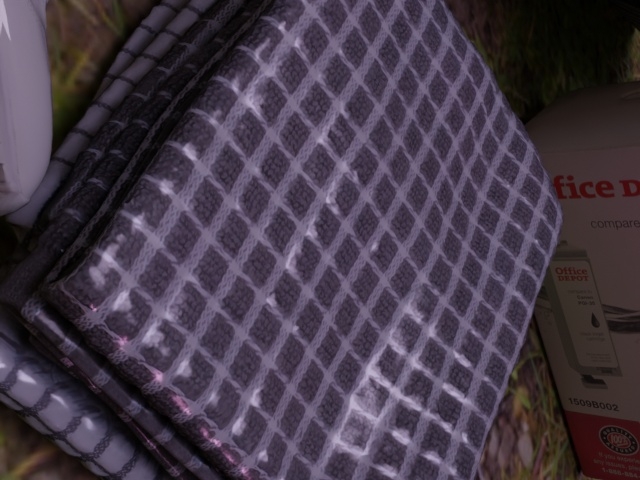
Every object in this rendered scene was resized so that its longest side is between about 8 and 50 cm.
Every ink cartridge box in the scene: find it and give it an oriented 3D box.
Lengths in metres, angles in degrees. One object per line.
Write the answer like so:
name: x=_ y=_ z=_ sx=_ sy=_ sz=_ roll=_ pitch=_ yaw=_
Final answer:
ink cartridge box: x=0.261 y=0.036 z=0.705 sx=0.117 sy=0.207 sz=0.283 roll=-35 pitch=113 yaw=-37

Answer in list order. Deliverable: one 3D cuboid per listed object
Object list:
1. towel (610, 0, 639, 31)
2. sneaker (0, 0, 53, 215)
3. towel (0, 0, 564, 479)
towel: x=0.293 y=-0.178 z=0.712 sx=0.312 sy=0.324 sz=0.056 roll=27 pitch=104 yaw=-46
sneaker: x=-0.132 y=-0.126 z=0.352 sx=0.095 sy=0.090 sz=0.235 roll=-32 pitch=113 yaw=-57
towel: x=0.000 y=0.000 z=0.465 sx=0.235 sy=0.121 sz=0.283 roll=51 pitch=51 yaw=-33
